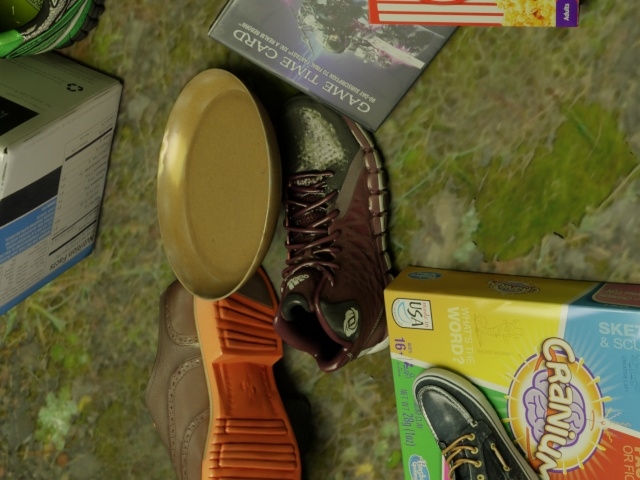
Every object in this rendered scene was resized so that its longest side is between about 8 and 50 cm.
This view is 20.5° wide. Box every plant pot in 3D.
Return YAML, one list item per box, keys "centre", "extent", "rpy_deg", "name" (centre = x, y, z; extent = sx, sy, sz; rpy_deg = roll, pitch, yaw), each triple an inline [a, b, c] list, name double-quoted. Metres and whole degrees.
- centre: [-0.100, -0.056, 1.804]
  extent: [0.236, 0.032, 0.236]
  rpy_deg: [-2, 87, 58]
  name: "plant pot"

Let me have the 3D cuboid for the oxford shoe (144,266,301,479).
- centre: [-0.111, 0.205, 1.875]
  extent: [0.133, 0.130, 0.364]
  rpy_deg: [-18, 66, 40]
  name: "oxford shoe"

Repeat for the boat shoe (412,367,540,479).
- centre: [0.147, 0.212, 1.744]
  extent: [0.183, 0.083, 0.065]
  rpy_deg: [50, 125, 0]
  name: "boat shoe"

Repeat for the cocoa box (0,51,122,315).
- centre: [-0.427, -0.100, 1.901]
  extent: [0.347, 0.231, 0.228]
  rpy_deg: [24, 122, 17]
  name: "cocoa box"

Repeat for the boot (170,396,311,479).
- centre: [-0.098, 0.264, 1.992]
  extent: [0.161, 0.083, 0.246]
  rpy_deg: [14, 111, 27]
  name: "boot"

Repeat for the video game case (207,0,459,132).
- centre: [0.043, -0.245, 1.666]
  extent: [0.196, 0.026, 0.274]
  rpy_deg: [29, 127, -13]
  name: "video game case"

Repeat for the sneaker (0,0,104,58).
- centre: [-0.252, -0.313, 1.764]
  extent: [0.134, 0.146, 0.343]
  rpy_deg: [35, 123, 11]
  name: "sneaker"

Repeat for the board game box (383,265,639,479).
- centre: [0.229, 0.156, 1.766]
  extent: [0.316, 0.064, 0.242]
  rpy_deg: [3, 113, 27]
  name: "board game box"

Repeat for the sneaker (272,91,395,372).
- centre: [0.000, 0.000, 1.754]
  extent: [0.106, 0.162, 0.281]
  rpy_deg: [-10, 103, 30]
  name: "sneaker"

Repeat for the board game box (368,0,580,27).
- centre: [0.137, -0.266, 1.589]
  extent: [0.193, 0.045, 0.147]
  rpy_deg: [2, 127, 10]
  name: "board game box"
